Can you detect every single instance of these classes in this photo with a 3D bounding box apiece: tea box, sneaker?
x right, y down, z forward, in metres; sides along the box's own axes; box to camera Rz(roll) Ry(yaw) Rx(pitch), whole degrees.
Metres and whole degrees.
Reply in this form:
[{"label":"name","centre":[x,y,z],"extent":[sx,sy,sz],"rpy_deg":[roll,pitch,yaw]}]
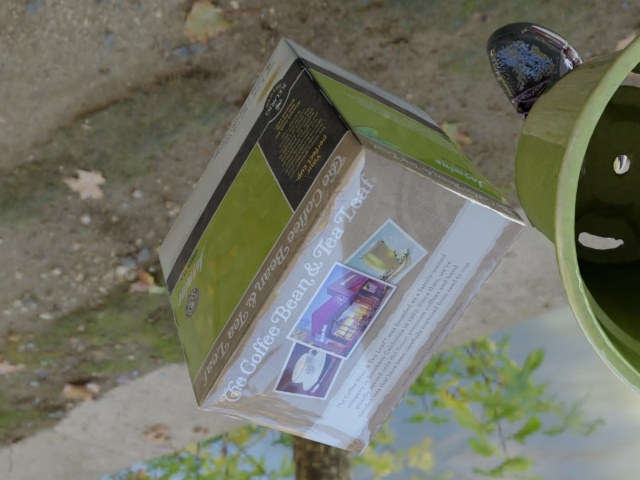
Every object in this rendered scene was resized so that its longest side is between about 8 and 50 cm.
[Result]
[{"label":"tea box","centre":[0.000,0.000,1.082],"extent":[0.220,0.323,0.329],"rpy_deg":[23,112,-27]},{"label":"sneaker","centre":[0.309,-0.141,1.218],"extent":[0.106,0.162,0.281],"rpy_deg":[-27,121,36]}]

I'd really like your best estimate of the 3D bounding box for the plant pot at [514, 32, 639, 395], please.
[{"label":"plant pot","centre":[0.260,-0.043,0.677],"extent":[0.276,0.254,0.276],"rpy_deg":[-1,102,-5]}]
